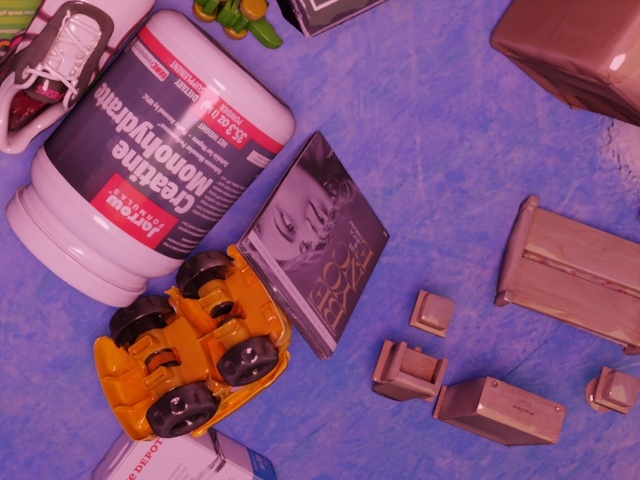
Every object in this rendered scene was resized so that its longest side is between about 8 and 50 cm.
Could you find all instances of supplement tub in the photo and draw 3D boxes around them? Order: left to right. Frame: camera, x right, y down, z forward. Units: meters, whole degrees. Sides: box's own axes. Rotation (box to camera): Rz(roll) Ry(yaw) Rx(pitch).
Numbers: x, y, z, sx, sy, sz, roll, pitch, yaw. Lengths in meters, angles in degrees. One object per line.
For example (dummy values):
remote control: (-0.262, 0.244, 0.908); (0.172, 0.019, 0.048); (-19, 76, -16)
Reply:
supplement tub: (-0.176, -0.084, 1.014); (0.191, 0.191, 0.272); (39, 97, -21)

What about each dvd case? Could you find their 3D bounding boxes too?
dvd case: (0.000, 0.000, 1.081); (0.018, 0.221, 0.164); (-18, 117, 36)

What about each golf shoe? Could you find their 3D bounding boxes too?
golf shoe: (-0.233, -0.190, 0.930); (0.105, 0.120, 0.273); (24, 132, -28)

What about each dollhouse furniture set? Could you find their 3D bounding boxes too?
dollhouse furniture set: (0.253, 0.068, 1.237); (0.303, 0.174, 0.355); (21, 74, -5)

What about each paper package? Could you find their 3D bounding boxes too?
paper package: (0.370, -0.280, 0.995); (0.168, 0.309, 0.325); (31, 99, -20)

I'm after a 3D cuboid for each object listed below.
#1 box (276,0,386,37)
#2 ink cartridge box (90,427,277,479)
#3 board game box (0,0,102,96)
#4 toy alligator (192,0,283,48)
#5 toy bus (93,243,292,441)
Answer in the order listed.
box: (0.043, -0.401, 0.954); (0.296, 0.183, 0.294); (-26, 110, 0)
ink cartridge box: (-0.169, 0.302, 1.206); (0.191, 0.082, 0.139); (35, 98, -19)
board game box: (-0.268, -0.253, 0.966); (0.124, 0.039, 0.259); (9, 137, -14)
toy alligator: (-0.117, -0.271, 1.040); (0.190, 0.056, 0.051); (29, 59, -18)
toy bus: (-0.110, 0.130, 1.114); (0.220, 0.149, 0.211); (-37, 152, 13)
